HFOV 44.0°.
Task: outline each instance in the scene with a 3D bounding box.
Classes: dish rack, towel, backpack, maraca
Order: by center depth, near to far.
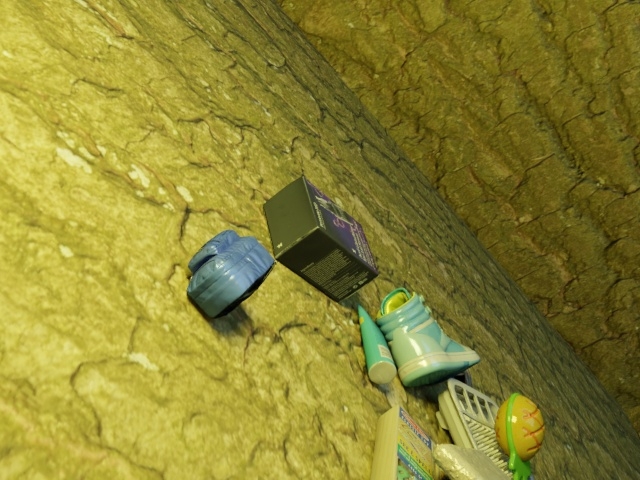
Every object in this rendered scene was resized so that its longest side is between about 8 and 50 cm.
[{"bbox_3d":[-0.141,0.050,1.143,0.101,0.098,0.120,43,32,-6],"label":"backpack"},{"bbox_3d":[0.288,0.420,1.322,0.187,0.049,0.282,42,3,30],"label":"towel"},{"bbox_3d":[0.412,0.408,1.636,0.127,0.099,0.185,31,56,-45],"label":"maraca"},{"bbox_3d":[0.356,0.466,1.650,0.286,0.072,0.332,34,27,-48],"label":"dish rack"}]

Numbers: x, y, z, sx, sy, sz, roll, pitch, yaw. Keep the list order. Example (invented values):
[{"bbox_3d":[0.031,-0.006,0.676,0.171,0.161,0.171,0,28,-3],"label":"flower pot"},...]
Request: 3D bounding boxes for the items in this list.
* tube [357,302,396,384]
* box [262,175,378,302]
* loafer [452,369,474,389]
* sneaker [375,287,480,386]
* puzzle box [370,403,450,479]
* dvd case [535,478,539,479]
[{"bbox_3d":[0.107,0.201,1.554,0.080,0.052,0.207,60,9,-24],"label":"tube"},{"bbox_3d":[0.000,0.000,1.548,0.207,0.108,0.153,38,25,-41],"label":"box"},{"bbox_3d":[0.335,0.332,1.882,0.039,0.045,0.125,29,32,-38],"label":"loafer"},{"bbox_3d":[0.233,0.201,1.723,0.319,0.127,0.208,16,45,-62],"label":"sneaker"},{"bbox_3d":[0.238,0.479,1.291,0.409,0.052,0.272,47,14,-6],"label":"puzzle box"},{"bbox_3d":[0.450,0.565,1.566,0.164,0.018,0.221,62,17,20],"label":"dvd case"}]
